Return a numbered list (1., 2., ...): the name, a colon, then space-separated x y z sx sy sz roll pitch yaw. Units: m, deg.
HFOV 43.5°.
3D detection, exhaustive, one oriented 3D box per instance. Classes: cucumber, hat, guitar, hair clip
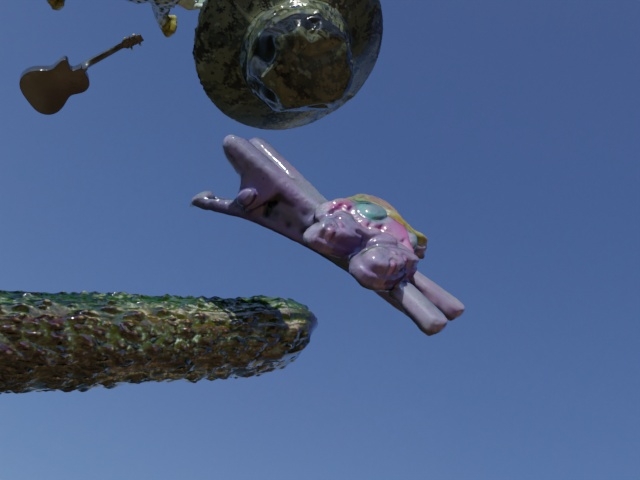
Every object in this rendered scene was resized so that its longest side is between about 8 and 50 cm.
1. cucumber: -0.147 0.095 0.769 0.359 0.096 0.096 6 -27 -36
2. hat: -0.029 -0.231 1.019 0.266 0.128 0.265 -8 -54 -11
3. guitar: -0.417 -0.304 1.415 0.233 0.025 0.088 -27 -52 2
4. hair clip: 0.002 -0.014 0.712 0.278 0.137 0.090 26 -73 21

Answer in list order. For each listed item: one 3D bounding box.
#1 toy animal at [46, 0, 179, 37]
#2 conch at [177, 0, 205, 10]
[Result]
1. toy animal: -0.206 -0.266 0.786 0.181 0.073 0.136 8 -5 -18
2. conch: -0.340 -0.652 1.656 0.197 0.249 0.368 0 -89 33
